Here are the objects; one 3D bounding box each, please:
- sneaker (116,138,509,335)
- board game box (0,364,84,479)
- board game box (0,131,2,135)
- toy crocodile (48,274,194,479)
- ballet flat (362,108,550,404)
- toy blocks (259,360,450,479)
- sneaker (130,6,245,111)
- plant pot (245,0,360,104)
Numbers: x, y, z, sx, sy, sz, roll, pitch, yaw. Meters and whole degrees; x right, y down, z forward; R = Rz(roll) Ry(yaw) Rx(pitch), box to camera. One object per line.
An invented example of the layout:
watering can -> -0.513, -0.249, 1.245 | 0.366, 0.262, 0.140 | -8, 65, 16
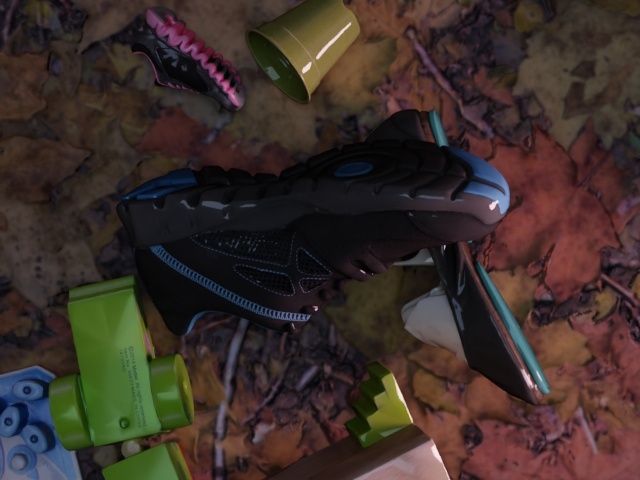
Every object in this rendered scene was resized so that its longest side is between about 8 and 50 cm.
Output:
sneaker -> 0.000, 0.000, 1.324 | 0.340, 0.125, 0.140 | -5, 108, 24
board game box -> -0.377, 0.344, 1.372 | 0.389, 0.050, 0.390 | -14, 89, -1
board game box -> -0.396, -0.004, 1.393 | 0.136, 0.030, 0.260 | 22, 88, 3
toy crocodile -> -0.149, 0.199, 1.359 | 0.115, 0.105, 0.341 | -17, 84, 2
ballet flat -> 0.106, 0.024, 1.369 | 0.096, 0.095, 0.281 | -23, 78, 9
toy blocks -> 0.016, 0.330, 1.278 | 0.260, 0.191, 0.381 | -25, 103, -9
sneaker -> -0.119, -0.151, 1.396 | 0.119, 0.047, 0.057 | 44, 111, 2
plant pot -> -0.009, -0.176, 1.379 | 0.079, 0.083, 0.083 | -41, 89, -13
